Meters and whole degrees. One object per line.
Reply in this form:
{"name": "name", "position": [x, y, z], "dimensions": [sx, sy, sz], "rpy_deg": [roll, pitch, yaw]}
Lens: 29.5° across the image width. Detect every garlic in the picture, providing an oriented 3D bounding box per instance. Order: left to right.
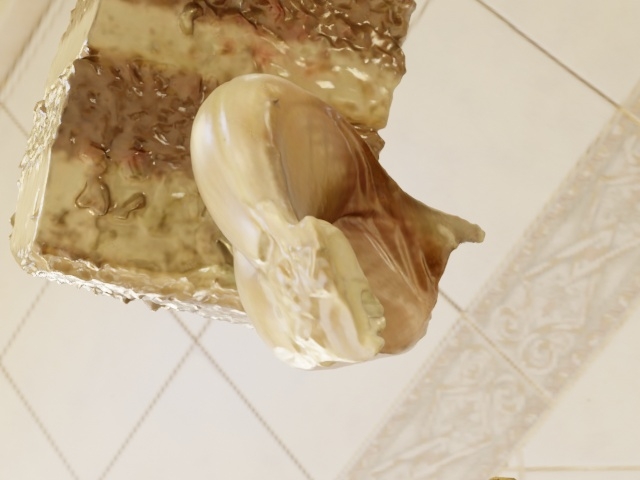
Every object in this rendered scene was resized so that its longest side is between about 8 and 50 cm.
{"name": "garlic", "position": [-0.001, -0.004, 0.601], "dimensions": [0.124, 0.099, 0.174], "rpy_deg": [0, 121, 47]}

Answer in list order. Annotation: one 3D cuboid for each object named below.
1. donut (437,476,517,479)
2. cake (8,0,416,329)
{"name": "donut", "position": [0.154, 0.311, 0.578], "dimensions": [0.435, 0.163, 0.377], "rpy_deg": [9, 97, 36]}
{"name": "cake", "position": [-0.097, -0.084, 0.985], "dimensions": [0.282, 0.256, 0.290], "rpy_deg": [172, 110, -71]}
